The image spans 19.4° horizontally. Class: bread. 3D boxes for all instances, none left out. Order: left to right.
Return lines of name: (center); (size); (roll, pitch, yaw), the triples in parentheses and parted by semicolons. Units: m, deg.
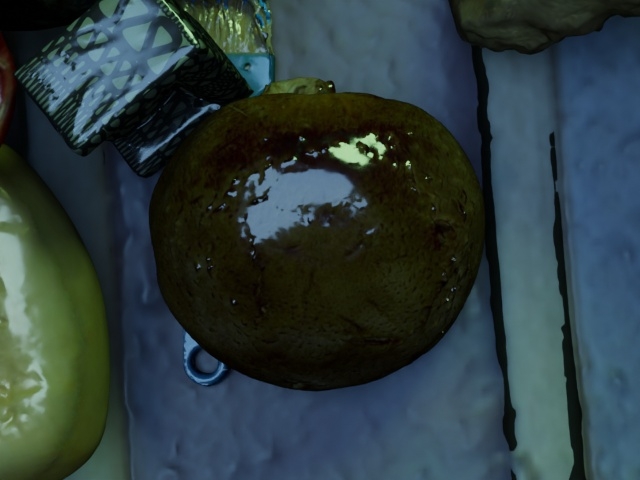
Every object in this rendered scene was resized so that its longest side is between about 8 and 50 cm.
bread: (-0.183, 0.045, 0.713); (0.217, 0.098, 0.147); (-14, 96, 7)

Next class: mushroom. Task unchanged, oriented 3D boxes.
mushroom: (0.000, 0.000, 0.706); (0.127, 0.087, 0.127); (0, 105, 0)

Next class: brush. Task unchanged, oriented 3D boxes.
brush: (-0.044, -0.024, 0.741); (0.051, 0.014, 0.164); (0, 88, 10)

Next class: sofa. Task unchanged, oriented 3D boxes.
sofa: (-0.064, -0.057, 0.677); (0.060, 0.118, 0.039); (-38, 83, 3)

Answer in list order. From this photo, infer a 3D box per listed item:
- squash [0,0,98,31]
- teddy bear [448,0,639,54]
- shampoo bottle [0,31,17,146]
squash: (-0.105, -0.168, 0.679); (0.193, 0.156, 0.193); (-7, 70, 21)
teddy bear: (0.211, -0.156, 0.656); (0.296, 0.222, 0.246); (6, 95, 52)
shampoo bottle: (-0.259, -0.048, 0.683); (0.314, 0.076, 0.118); (6, 47, 33)
